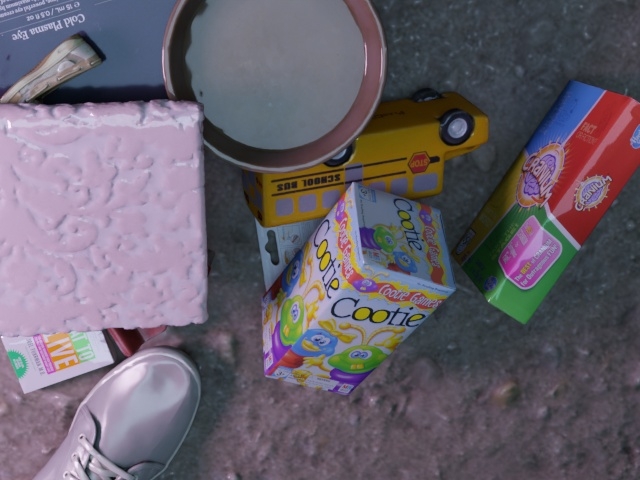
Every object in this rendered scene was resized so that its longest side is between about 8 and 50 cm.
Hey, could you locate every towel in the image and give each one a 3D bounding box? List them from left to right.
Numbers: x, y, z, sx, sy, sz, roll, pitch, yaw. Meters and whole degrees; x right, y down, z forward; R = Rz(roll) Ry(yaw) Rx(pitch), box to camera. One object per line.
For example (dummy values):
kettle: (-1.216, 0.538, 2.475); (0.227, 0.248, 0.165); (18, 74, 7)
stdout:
towel: (-0.305, -0.025, 1.254); (0.331, 0.053, 0.317); (-3, 120, -7)

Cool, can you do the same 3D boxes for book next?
book: (-0.390, 0.159, 1.505); (0.144, 0.035, 0.096); (-20, 100, 1)

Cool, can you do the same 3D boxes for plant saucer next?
plant saucer: (-0.055, -0.221, 1.244); (0.277, 0.041, 0.278); (-2, 105, -7)

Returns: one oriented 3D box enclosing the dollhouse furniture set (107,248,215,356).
dollhouse furniture set: (-0.359, 0.046, 1.392); (0.374, 0.152, 0.201); (24, 102, -4)

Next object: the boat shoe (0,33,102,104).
boat shoe: (-0.335, -0.184, 1.220); (0.153, 0.056, 0.048); (-42, 101, 0)

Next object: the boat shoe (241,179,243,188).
boat shoe: (-0.070, -0.139, 1.435); (0.064, 0.060, 0.178); (13, 103, -8)

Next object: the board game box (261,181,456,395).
board game box: (0.042, 0.073, 1.383); (0.142, 0.144, 0.275); (16, 135, -24)

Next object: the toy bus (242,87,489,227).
toy bus: (0.063, -0.118, 1.396); (0.332, 0.108, 0.130); (-11, 120, -17)

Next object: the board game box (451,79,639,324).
board game box: (0.318, -0.063, 1.397); (0.064, 0.242, 0.317); (31, 99, -12)

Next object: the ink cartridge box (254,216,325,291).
ink cartridge box: (0.000, 0.000, 1.498); (0.179, 0.045, 0.146); (-5, 106, 12)

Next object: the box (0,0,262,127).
box: (-0.283, -0.276, 1.319); (0.343, 0.179, 0.313); (-16, 106, 0)

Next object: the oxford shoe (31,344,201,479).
oxford shoe: (-0.336, 0.350, 1.510); (0.169, 0.130, 0.449); (40, 97, -12)
